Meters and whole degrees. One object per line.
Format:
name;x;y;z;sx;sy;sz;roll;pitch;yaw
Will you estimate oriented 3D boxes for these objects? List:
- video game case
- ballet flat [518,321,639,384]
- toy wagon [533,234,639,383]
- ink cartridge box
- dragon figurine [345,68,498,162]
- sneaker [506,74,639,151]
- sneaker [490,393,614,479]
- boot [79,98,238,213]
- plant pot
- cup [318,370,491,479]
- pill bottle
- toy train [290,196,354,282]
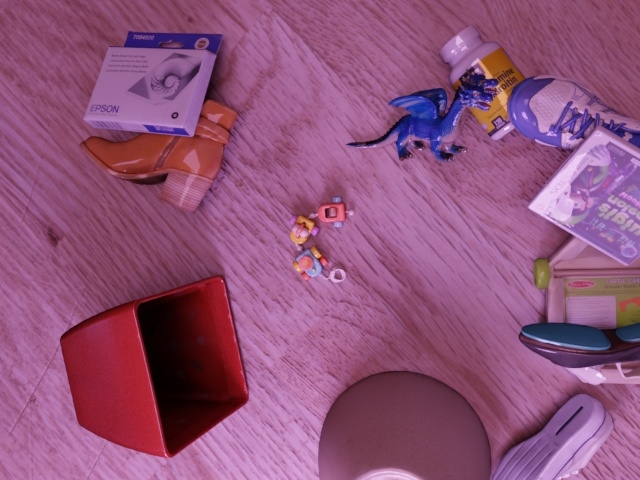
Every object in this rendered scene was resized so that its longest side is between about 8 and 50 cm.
video game case;0.454;-0.063;0.907;0.191;0.022;0.173;31;134;2
ballet flat;0.468;0.183;0.944;0.281;0.095;0.096;-4;105;12
toy wagon;0.509;0.073;1.007;0.268;0.068;0.343;-2;94;11
ink cartridge box;-0.314;-0.311;1.104;0.224;0.045;0.223;7;74;18
dragon figurine;0.174;-0.216;1.011;0.289;0.085;0.143;11;120;40
sneaker;0.438;-0.175;0.916;0.297;0.131;0.111;18;105;-16
sneaker;0.416;0.389;1.035;0.091;0.094;0.258;38;103;-20
boot;-0.313;-0.205;1.136;0.284;0.109;0.220;26;93;17
plant pot;-0.326;0.231;1.105;0.236;0.267;0.266;-11;92;24
cup;0.138;0.424;1.026;0.332;0.237;0.330;1;94;11
pill bottle;0.287;-0.272;1.005;0.103;0.103;0.184;-37;87;12
toy train;0.000;0.000;1.116;0.125;0.046;0.166;1;94;12
